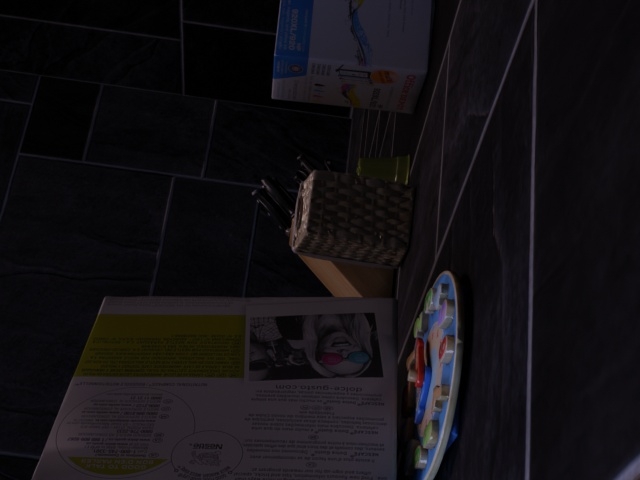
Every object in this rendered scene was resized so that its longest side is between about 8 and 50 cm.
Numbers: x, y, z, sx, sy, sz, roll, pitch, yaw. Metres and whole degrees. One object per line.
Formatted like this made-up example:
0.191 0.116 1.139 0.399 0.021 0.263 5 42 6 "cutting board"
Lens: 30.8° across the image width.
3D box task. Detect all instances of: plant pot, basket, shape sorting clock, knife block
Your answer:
0.096 -0.100 1.824 0.083 0.079 0.083 -172 90 -88 "plant pot"
0.051 -0.033 1.686 0.103 0.167 0.113 122 156 -71 "basket"
0.103 0.130 1.093 0.206 0.040 0.206 -173 90 -89 "shape sorting clock"
0.000 0.000 1.851 0.088 0.242 0.276 98 178 -61 "knife block"

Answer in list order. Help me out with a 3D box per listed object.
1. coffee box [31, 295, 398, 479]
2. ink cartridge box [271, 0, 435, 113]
-0.089 0.286 1.243 0.334 0.338 0.338 -84 -6 -59 "coffee box"
0.049 -0.312 1.796 0.171 0.232 0.168 103 172 -73 "ink cartridge box"
